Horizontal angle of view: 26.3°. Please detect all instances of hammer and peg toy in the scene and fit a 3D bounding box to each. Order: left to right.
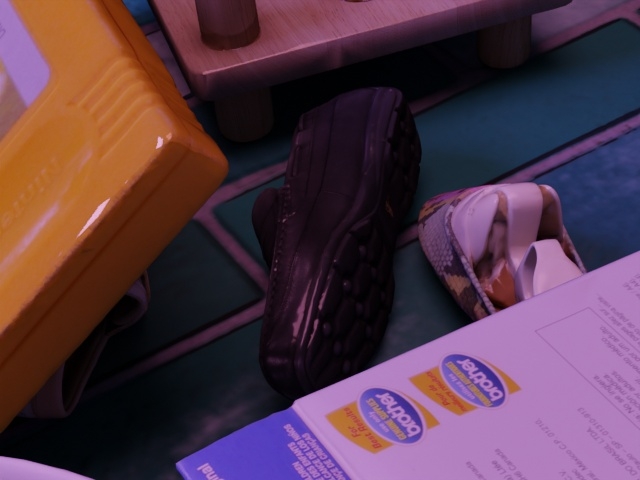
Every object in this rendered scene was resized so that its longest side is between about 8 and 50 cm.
[{"bbox_3d":[-0.007,-0.233,0.960,0.266,0.127,0.361,-16,42,-10],"label":"hammer and peg toy"}]

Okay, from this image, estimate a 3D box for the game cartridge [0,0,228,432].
[{"bbox_3d":[-0.206,-0.030,0.697,0.285,0.053,0.323,-48,42,12],"label":"game cartridge"}]

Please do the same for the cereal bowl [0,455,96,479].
[{"bbox_3d":[-0.155,0.238,0.435,0.339,0.141,0.339,-4,41,3],"label":"cereal bowl"}]

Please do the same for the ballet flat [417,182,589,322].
[{"bbox_3d":[0.108,0.022,0.690,0.077,0.079,0.221,-13,41,-9],"label":"ballet flat"}]

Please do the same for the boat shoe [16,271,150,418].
[{"bbox_3d":[-0.120,0.028,0.735,0.059,0.063,0.170,13,54,18],"label":"boat shoe"}]

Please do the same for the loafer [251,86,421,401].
[{"bbox_3d":[0.000,0.000,0.742,0.078,0.076,0.223,-7,40,22],"label":"loafer"}]

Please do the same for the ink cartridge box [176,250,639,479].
[{"bbox_3d":[0.124,0.092,0.513,0.311,0.065,0.186,-19,39,-23],"label":"ink cartridge box"}]
